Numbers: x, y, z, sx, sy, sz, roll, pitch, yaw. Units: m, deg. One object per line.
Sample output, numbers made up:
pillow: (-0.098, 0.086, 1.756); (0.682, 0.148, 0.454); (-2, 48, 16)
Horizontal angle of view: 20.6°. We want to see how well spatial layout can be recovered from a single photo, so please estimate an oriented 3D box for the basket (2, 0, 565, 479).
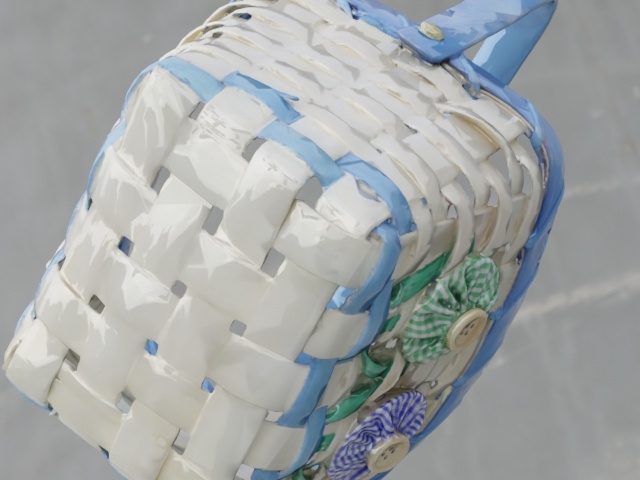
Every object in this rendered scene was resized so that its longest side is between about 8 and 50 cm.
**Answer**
basket: (0.000, 0.000, 0.845); (0.255, 0.201, 0.289); (-61, -11, 29)
